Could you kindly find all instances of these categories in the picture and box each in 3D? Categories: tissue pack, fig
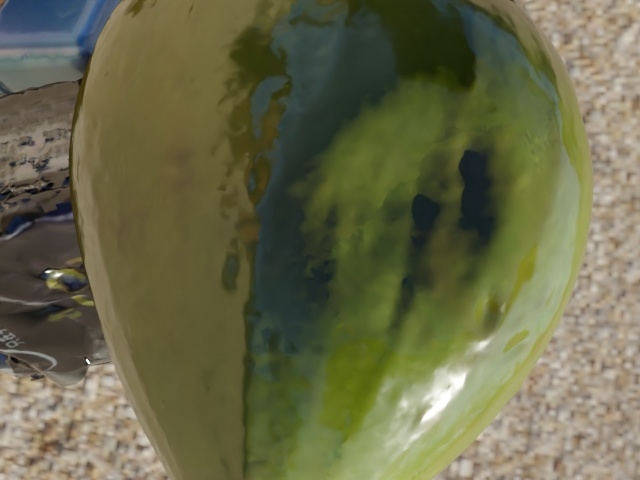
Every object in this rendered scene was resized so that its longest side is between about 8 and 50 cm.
[{"bbox_3d":[-0.106,-0.002,0.968,0.245,0.332,0.123,49,34,-55],"label":"tissue pack"},{"bbox_3d":[0.009,-0.005,0.608,0.207,0.207,0.230,13,46,-44],"label":"fig"}]

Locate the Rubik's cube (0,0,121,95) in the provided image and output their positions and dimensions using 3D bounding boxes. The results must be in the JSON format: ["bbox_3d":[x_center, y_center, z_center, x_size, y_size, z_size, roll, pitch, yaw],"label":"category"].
[{"bbox_3d":[-0.160,-0.169,1.235,0.291,0.290,0.292,49,52,-47],"label":"Rubik's cube"}]
